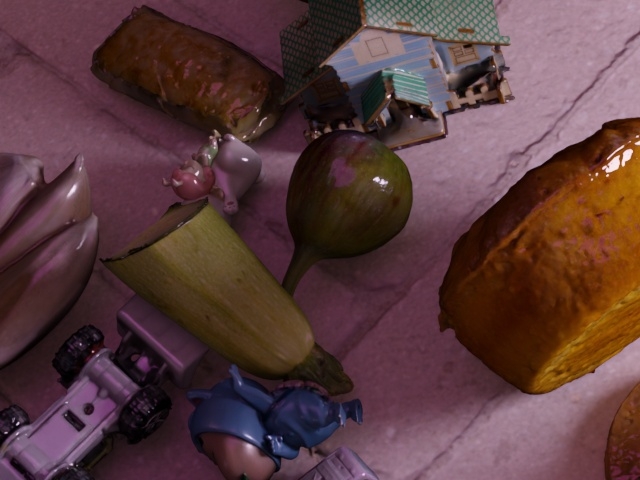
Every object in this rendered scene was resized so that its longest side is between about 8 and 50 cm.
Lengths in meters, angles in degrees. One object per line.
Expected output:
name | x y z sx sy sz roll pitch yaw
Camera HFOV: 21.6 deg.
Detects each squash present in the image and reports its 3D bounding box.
squash | -0.087 0.066 1.737 0.287 0.137 0.137 41 78 13

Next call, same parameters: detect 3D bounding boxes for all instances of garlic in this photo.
garlic | -0.386 0.031 1.906 0.279 0.132 0.325 31 76 30

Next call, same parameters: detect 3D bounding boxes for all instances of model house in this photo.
model house | 0.070 -0.222 1.860 0.271 0.206 0.178 -11 57 12

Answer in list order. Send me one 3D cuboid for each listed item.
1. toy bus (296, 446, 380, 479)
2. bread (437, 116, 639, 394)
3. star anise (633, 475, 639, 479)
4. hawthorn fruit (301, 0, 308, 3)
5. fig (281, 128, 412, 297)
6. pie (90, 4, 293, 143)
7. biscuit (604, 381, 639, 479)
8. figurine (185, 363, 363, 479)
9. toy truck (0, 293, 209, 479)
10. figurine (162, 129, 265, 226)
toy bus | -0.018 0.277 1.670 0.172 0.072 0.057 -37 52 -6
bread | 0.260 0.012 1.619 0.312 0.312 0.172 -37 72 -6
star anise | 0.411 0.220 1.533 0.220 0.099 0.214 33 90 4
hawthorn fruit | 0.018 -0.434 1.947 0.276 0.298 0.277 -11 48 12
fig | 0.000 0.000 1.804 0.149 0.149 0.245 28 84 30
pie | -0.162 -0.204 2.014 0.282 0.068 0.129 27 71 34
biscuit | 0.354 0.189 1.622 0.142 0.029 0.221 29 73 29
figurine | -0.050 0.203 1.696 0.178 0.114 0.145 -11 67 21
toy truck | -0.247 0.188 1.776 0.136 0.111 0.286 41 74 15
figurine | -0.136 -0.048 1.901 0.098 0.081 0.146 34 72 -6
